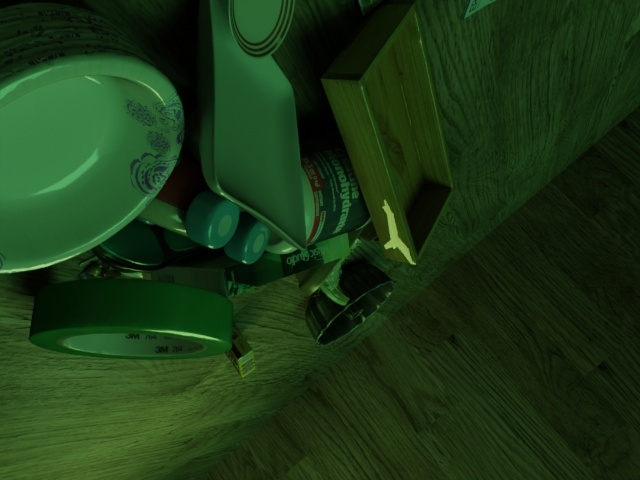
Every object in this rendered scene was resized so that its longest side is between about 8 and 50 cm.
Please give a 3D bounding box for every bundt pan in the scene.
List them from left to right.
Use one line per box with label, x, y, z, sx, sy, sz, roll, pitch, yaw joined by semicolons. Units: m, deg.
bundt pan;0.082;0.194;2.017;0.331;0.124;0.331;-34;160;-14

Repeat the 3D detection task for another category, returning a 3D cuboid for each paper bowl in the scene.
paper bowl;-0.297;-0.112;0.648;0.284;0.148;0.284;-36;158;-17

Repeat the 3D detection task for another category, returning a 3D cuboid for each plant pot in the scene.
plant pot;0.000;0.000;1.415;0.237;0.109;0.237;-54;-176;6

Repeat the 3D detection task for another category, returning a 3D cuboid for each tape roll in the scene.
tape roll;-0.308;0.140;1.038;0.321;0.077;0.321;0;161;0

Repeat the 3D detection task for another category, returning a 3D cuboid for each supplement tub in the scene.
supplement tub;-0.005;-0.095;1.139;0.272;0.191;0.191;-20;152;-43

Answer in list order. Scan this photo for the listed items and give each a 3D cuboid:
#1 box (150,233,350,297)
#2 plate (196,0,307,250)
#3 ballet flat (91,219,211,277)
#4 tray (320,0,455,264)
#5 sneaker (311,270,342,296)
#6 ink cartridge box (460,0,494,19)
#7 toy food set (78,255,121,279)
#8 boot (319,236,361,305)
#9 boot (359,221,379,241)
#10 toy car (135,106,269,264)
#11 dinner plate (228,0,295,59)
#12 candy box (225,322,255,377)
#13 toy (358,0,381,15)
box;-0.131;0.038;1.209;0.232;0.059;0.322;0;-166;44
plate;-0.092;-0.145;0.813;0.045;0.277;0.278;-11;161;17
ballet flat;-0.287;0.017;1.046;0.096;0.095;0.280;-36;164;29
tray;0.132;-0.167;1.062;0.203;0.076;0.411;-58;144;-29
sneaker;0.003;0.099;1.736;0.090;0.081;0.232;-40;161;-12
ink cartridge box;0.357;-0.545;0.997;0.307;0.072;0.304;-30;160;-17
toy food set;-0.377;0.062;1.081;0.078;0.019;0.122;-31;158;-22
boot;0.047;0.055;1.600;0.165;0.077;0.213;-43;116;1
boot;0.197;-0.121;1.557;0.305;0.115;0.112;-47;157;18
toy car;-0.168;-0.121;0.876;0.238;0.219;0.210;-68;160;-5
dinner plate;-0.075;-0.299;0.774;0.141;0.017;0.141;-47;148;-41
candy box;-0.232;0.303;1.722;0.053;0.109;0.187;-33;159;-17
toy;0.148;-0.429;0.890;0.237;0.056;0.137;-40;161;4
